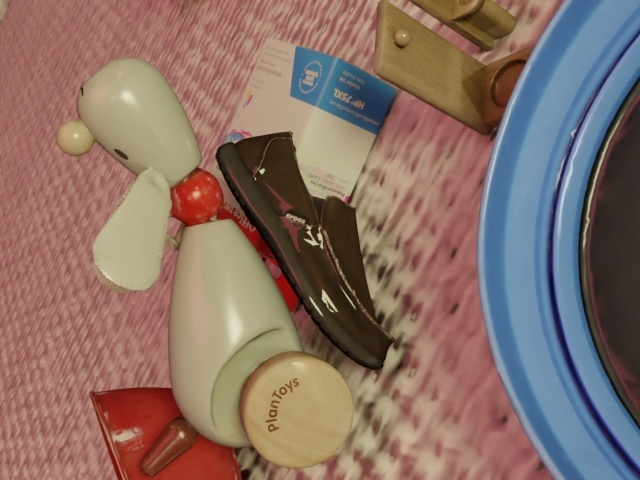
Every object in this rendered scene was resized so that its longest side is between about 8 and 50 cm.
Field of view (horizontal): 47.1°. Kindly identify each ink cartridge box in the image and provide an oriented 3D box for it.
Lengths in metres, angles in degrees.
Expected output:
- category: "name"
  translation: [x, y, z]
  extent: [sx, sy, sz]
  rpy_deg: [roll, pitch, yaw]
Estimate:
- category: "ink cartridge box"
  translation: [-0.038, -0.064, 0.703]
  extent: [0.134, 0.078, 0.231]
  rpy_deg: [33, 102, 51]

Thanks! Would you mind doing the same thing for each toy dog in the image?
- category: "toy dog"
  translation: [-0.119, 0.046, 0.573]
  extent: [0.334, 0.161, 0.220]
  rpy_deg: [57, 164, 11]

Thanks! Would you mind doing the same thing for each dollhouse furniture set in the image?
- category: "dollhouse furniture set"
  translation: [0.135, -0.178, 0.498]
  extent: [0.151, 0.123, 0.144]
  rpy_deg: [-16, 63, 47]

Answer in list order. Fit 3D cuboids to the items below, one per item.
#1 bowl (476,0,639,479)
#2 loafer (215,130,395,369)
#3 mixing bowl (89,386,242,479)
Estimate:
- category: "bowl"
  translation: [0.248, -0.018, 0.319]
  extent: [0.391, 0.077, 0.391]
  rpy_deg: [-21, 62, 44]
- category: "loafer"
  translation: [0.000, 0.000, 0.582]
  extent: [0.078, 0.080, 0.220]
  rpy_deg: [-32, 83, -5]
- category: "mixing bowl"
  translation: [-0.133, 0.206, 0.668]
  extent: [0.181, 0.098, 0.181]
  rpy_deg: [49, 149, 44]
